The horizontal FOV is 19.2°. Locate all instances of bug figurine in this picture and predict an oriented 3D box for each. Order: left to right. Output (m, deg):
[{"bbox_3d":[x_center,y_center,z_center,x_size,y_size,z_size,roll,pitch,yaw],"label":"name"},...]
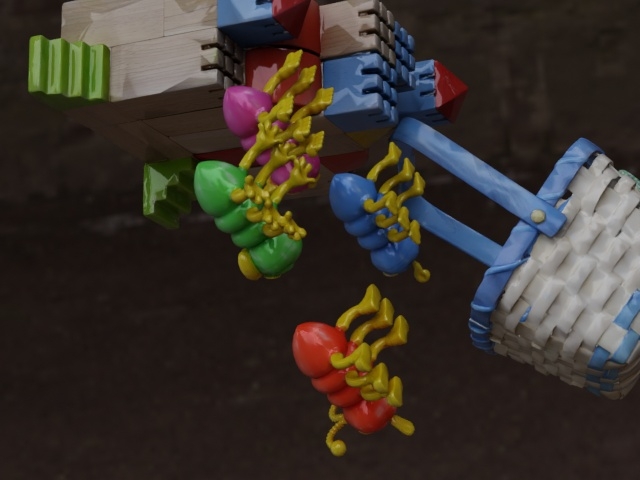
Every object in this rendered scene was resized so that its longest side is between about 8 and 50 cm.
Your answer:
[{"bbox_3d":[0.000,0.000,1.239,0.072,0.216,0.279,-29,22,22],"label":"bug figurine"}]

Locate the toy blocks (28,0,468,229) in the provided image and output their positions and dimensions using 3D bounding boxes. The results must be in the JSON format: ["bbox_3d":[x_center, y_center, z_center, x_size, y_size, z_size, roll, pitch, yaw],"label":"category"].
[{"bbox_3d":[-0.037,-0.129,1.612,0.261,0.191,0.381,-8,-19,22],"label":"toy blocks"}]

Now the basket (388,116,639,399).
[{"bbox_3d":[0.190,0.006,1.708,0.289,0.201,0.255,29,-9,11],"label":"basket"}]
